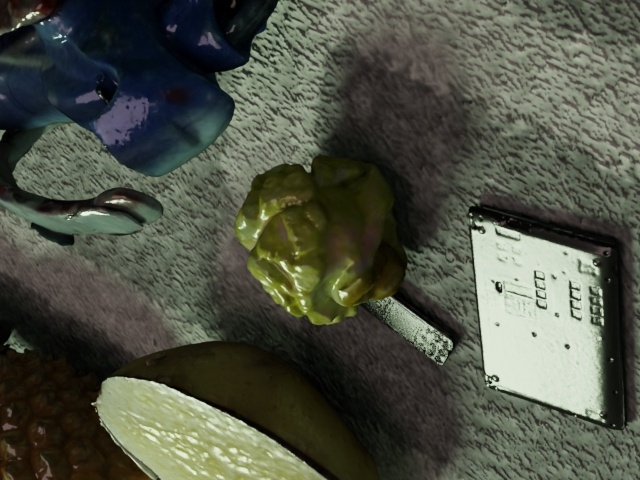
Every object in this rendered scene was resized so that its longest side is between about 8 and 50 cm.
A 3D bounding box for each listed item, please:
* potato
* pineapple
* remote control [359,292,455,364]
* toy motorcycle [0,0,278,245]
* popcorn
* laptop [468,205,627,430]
[{"bbox_3d":[-0.059,0.185,1.419,0.299,0.116,0.239,29,144,6],"label":"potato"},{"bbox_3d":[-0.347,0.183,1.629,0.357,0.223,0.223,44,141,19],"label":"pineapple"},{"bbox_3d":[0.073,0.066,1.277,0.096,0.014,0.039,38,139,12],"label":"remote control"},{"bbox_3d":[-0.164,-0.119,1.213,0.319,0.182,0.241,2,95,42],"label":"toy motorcycle"},{"bbox_3d":[0.000,0.000,1.205,0.126,0.125,0.145,-7,134,23],"label":"popcorn"},{"bbox_3d":[0.176,0.062,1.178,0.129,0.016,0.180,16,132,35],"label":"laptop"}]
